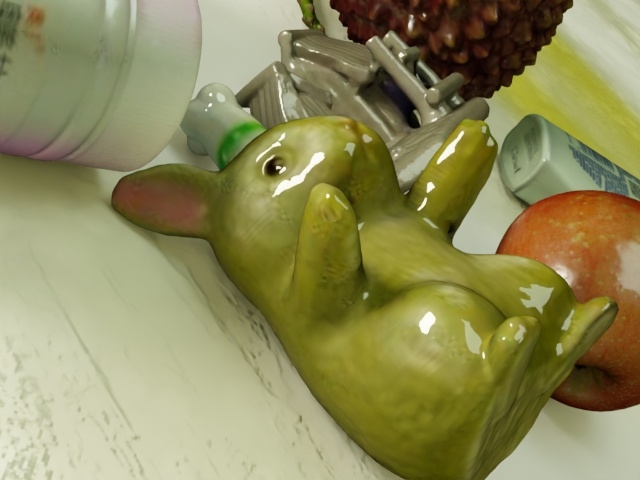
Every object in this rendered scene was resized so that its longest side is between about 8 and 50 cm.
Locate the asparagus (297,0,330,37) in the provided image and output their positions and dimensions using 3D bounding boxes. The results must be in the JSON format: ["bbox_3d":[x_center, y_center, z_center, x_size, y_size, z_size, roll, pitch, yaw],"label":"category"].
[{"bbox_3d":[-0.019,-0.281,1.137,0.024,0.025,0.248,73,1,-46],"label":"asparagus"}]

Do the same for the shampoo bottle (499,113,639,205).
[{"bbox_3d":[0.374,-0.017,1.183,0.359,0.078,0.134,28,36,-22],"label":"shampoo bottle"}]

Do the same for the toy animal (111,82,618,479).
[{"bbox_3d":[0.014,-0.007,0.659,0.363,0.180,0.181,48,35,15],"label":"toy animal"}]

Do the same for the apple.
[{"bbox_3d":[0.227,0.052,0.836,0.181,0.181,0.168,30,54,-18],"label":"apple"}]

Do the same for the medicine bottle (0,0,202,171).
[{"bbox_3d":[-0.212,-0.131,0.590,0.254,0.152,0.152,9,42,-42],"label":"medicine bottle"}]

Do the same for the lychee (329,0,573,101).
[{"bbox_3d":[0.141,-0.314,1.079,0.306,0.330,0.306,-5,28,2],"label":"lychee"}]

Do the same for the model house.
[{"bbox_3d":[0.030,-0.116,0.876,0.188,0.122,0.229,42,31,3],"label":"model house"}]
